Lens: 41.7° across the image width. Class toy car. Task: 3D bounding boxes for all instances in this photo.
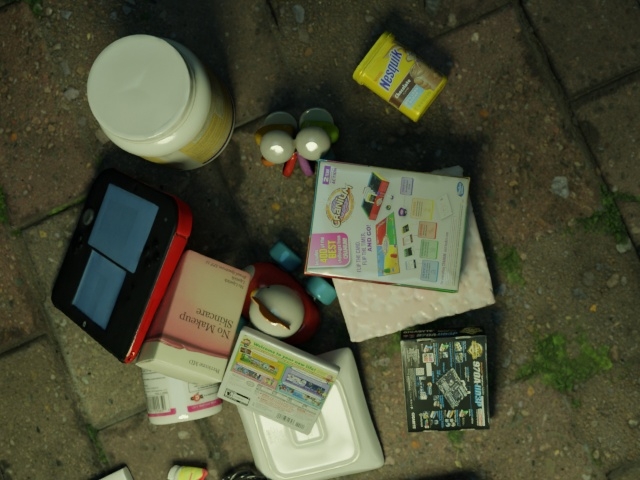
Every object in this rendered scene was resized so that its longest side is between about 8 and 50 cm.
[{"bbox_3d":[-0.103,0.132,1.743,0.210,0.238,0.219,42,92,7],"label":"toy car"},{"bbox_3d":[-0.047,-0.201,1.814,0.182,0.159,0.136,-5,121,6],"label":"toy car"}]

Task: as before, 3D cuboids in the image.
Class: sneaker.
[{"bbox_3d":[-0.270,0.589,1.814,0.094,0.081,0.208,-12,86,13],"label":"sneaker"}]

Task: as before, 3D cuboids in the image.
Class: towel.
[{"bbox_3d":[0.180,0.026,1.789,0.332,0.053,0.317,-14,85,-4],"label":"towel"}]

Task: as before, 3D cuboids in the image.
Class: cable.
[{"bbox_3d":[-0.139,0.576,1.810,0.184,0.047,0.150,19,100,17],"label":"cable"}]

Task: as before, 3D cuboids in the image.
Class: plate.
[{"bbox_3d":[-0.030,0.394,1.793,0.278,0.045,0.277,-16,97,7],"label":"plate"}]

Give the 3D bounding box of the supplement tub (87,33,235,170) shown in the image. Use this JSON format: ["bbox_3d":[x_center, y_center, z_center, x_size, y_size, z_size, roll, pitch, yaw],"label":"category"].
[{"bbox_3d":[-0.324,-0.281,1.743,0.241,0.331,0.241,0,87,7],"label":"supplement tub"}]

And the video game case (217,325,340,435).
[{"bbox_3d":[-0.088,0.288,1.713,0.212,0.023,0.193,23,122,2],"label":"video game case"}]

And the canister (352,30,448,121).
[{"bbox_3d":[0.175,-0.353,1.818,0.170,0.073,0.126,37,92,6],"label":"canister"}]

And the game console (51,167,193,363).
[{"bbox_3d":[-0.430,0.037,1.768,0.386,0.060,0.342,24,89,48],"label":"game console"}]

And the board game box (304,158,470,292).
[{"bbox_3d":[0.137,-0.029,1.735,0.317,0.064,0.242,8,84,-1],"label":"board game box"}]

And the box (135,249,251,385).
[{"bbox_3d":[-0.252,0.157,1.680,0.149,0.127,0.232,23,67,-23],"label":"box"}]

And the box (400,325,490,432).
[{"bbox_3d":[0.260,0.292,1.750,0.175,0.051,0.220,-4,107,7],"label":"box"}]

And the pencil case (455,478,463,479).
[{"bbox_3d":[0.176,0.587,1.745,0.306,0.119,0.133,-13,63,7],"label":"pencil case"}]

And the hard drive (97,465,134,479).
[{"bbox_3d":[-0.531,0.667,1.867,0.319,0.040,0.210,-26,84,5],"label":"hard drive"}]

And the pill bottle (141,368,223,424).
[{"bbox_3d":[-0.307,0.239,1.801,0.160,0.160,0.283,-9,86,6],"label":"pill bottle"}]
